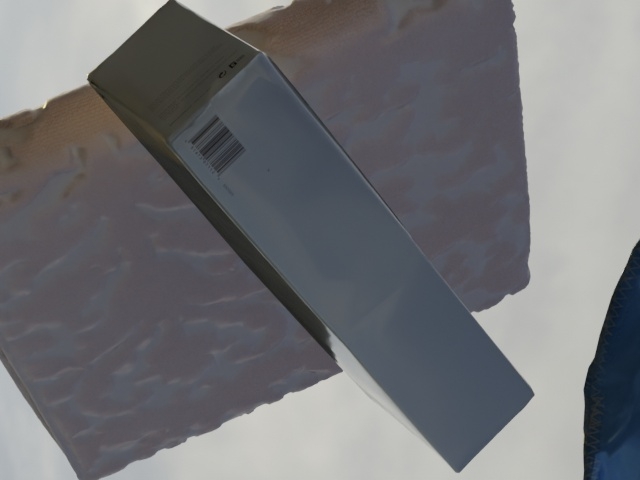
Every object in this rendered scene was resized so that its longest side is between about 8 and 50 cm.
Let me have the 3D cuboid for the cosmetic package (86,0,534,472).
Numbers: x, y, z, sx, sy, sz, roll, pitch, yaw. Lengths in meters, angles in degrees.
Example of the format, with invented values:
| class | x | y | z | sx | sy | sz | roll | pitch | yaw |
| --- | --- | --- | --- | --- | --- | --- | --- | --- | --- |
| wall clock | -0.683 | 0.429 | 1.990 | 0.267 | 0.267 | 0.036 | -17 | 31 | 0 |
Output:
| class | x | y | z | sx | sy | sz | roll | pitch | yaw |
| --- | --- | --- | --- | --- | --- | --- | --- | --- | --- |
| cosmetic package | 0.000 | 0.000 | 0.811 | 0.060 | 0.239 | 0.099 | -45 | -145 | -7 |

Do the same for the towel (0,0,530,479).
| class | x | y | z | sx | sy | sz | roll | pitch | yaw |
| --- | --- | --- | --- | --- | --- | --- | --- | --- | --- |
| towel | -0.036 | -0.009 | 1.017 | 0.317 | 0.331 | 0.053 | 75 | -11 | -55 |

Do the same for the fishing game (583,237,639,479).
| class | x | y | z | sx | sy | sz | roll | pitch | yaw |
| --- | --- | --- | --- | --- | --- | --- | --- | --- | --- |
| fishing game | 0.137 | 0.037 | 0.349 | 0.264 | 0.189 | 0.041 | -60 | -166 | 0 |
